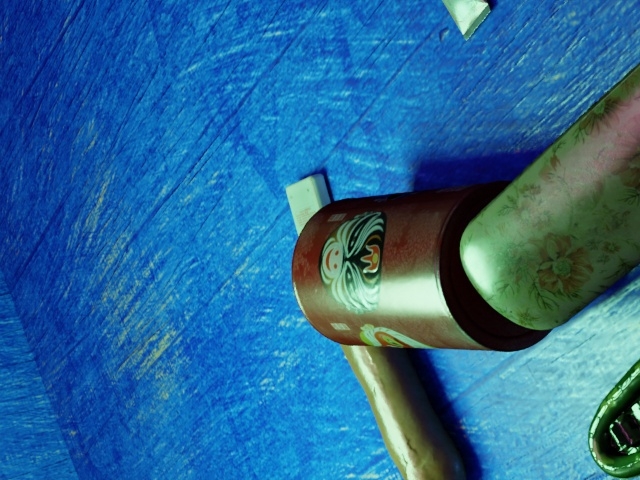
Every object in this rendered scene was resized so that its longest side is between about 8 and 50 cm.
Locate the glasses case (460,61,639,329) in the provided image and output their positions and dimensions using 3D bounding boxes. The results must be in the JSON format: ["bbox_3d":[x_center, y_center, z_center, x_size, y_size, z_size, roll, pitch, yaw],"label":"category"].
[{"bbox_3d":[0.309,-0.059,1.575,0.156,0.098,0.425,46,129,3],"label":"glasses case"}]

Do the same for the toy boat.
[{"bbox_3d":[0.367,0.198,1.712,0.104,0.052,0.210,58,144,23],"label":"toy boat"}]

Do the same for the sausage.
[{"bbox_3d":[0.086,0.168,2.115,0.094,0.094,0.419,67,180,-74],"label":"sausage"}]

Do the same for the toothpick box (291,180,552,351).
[{"bbox_3d":[0.132,0.036,1.885,0.333,0.204,0.204,-3,100,58],"label":"toothpick box"}]

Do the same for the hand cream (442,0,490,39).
[{"bbox_3d":[0.143,-0.350,1.874,0.209,0.043,0.067,61,146,15],"label":"hand cream"}]

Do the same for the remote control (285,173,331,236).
[{"bbox_3d":[0.000,0.000,2.247,0.087,0.029,0.190,-22,83,59],"label":"remote control"}]
